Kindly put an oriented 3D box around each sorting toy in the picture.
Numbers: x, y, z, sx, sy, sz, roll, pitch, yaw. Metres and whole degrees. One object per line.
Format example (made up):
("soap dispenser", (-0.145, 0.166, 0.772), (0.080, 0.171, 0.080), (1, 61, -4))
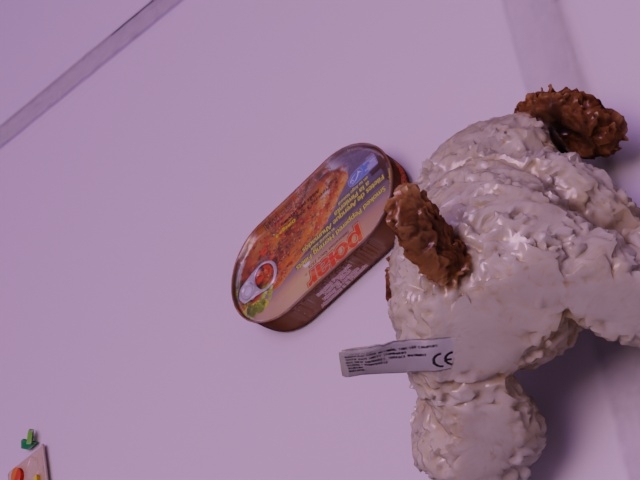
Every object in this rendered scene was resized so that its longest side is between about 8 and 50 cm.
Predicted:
("sorting toy", (-0.296, 0.231, 1.215), (0.062, 0.012, 0.083), (-42, 43, 21))

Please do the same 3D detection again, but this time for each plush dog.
("plush dog", (0.112, 0.003, 0.810), (0.262, 0.211, 0.225), (-45, 19, 19))

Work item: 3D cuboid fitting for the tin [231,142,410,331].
("tin", (0.000, 0.000, 1.025), (0.190, 0.040, 0.106), (-42, 39, 20))
